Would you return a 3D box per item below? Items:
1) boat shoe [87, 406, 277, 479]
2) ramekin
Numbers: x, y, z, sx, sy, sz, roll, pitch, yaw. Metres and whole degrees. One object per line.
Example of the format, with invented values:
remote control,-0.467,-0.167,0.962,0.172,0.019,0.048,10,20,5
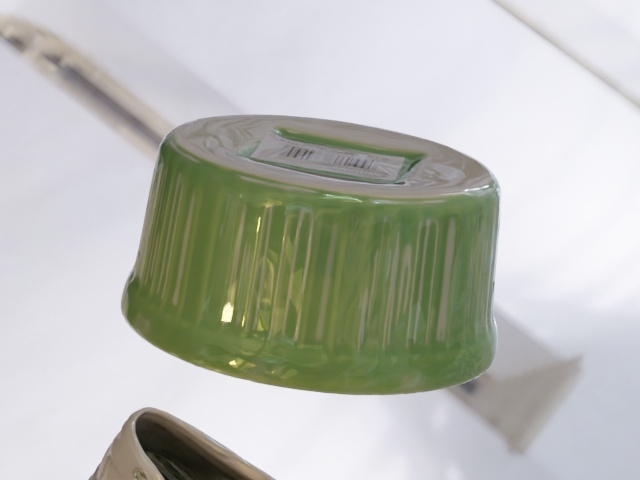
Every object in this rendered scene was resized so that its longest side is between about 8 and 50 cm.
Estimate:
boat shoe,-0.013,0.161,0.827,0.083,0.226,0.076,-49,-14,-50
ramekin,0.000,0.000,1.421,0.303,0.303,0.148,-30,-49,-67
